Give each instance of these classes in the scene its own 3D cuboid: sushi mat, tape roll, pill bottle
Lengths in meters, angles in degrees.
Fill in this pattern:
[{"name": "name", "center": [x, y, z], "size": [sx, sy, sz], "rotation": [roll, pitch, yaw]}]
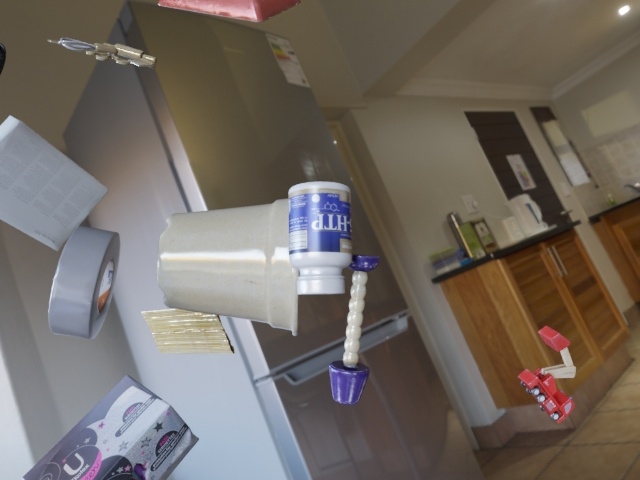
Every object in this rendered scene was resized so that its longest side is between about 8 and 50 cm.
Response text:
[{"name": "sushi mat", "center": [-0.384, 0.260, 1.338], "size": [0.316, 0.151, 0.019], "rotation": [-9, 15, 33]}, {"name": "tape roll", "center": [-0.467, 0.083, 0.937], "size": [0.072, 0.219, 0.219], "rotation": [12, -19, -13]}, {"name": "pill bottle", "center": [0.000, 0.000, 0.815], "size": [0.112, 0.187, 0.112], "rotation": [-1, -7, 0]}]

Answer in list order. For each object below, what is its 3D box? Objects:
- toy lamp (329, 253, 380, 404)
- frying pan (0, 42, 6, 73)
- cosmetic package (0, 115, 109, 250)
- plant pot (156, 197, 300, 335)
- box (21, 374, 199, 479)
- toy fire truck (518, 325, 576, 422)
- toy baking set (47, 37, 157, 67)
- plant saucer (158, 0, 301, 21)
[{"name": "toy lamp", "center": [0.061, 0.163, 0.870], "size": [0.080, 0.275, 0.080], "rotation": [4, 0, 0]}, {"name": "frying pan", "center": [-0.951, -0.415, 1.290], "size": [0.053, 0.197, 0.326], "rotation": [31, -48, -20]}, {"name": "cosmetic package", "center": [-0.949, -0.177, 1.553], "size": [0.284, 0.097, 0.377], "rotation": [-56, -34, -14]}, {"name": "plant pot", "center": [-0.199, 0.049, 1.090], "size": [0.305, 0.334, 0.334], "rotation": [2, -11, -2]}, {"name": "box", "center": [-0.390, 0.415, 0.890], "size": [0.163, 0.142, 0.247], "rotation": [14, 48, 37]}, {"name": "toy fire truck", "center": [0.523, 0.302, 1.047], "size": [0.135, 0.192, 0.047], "rotation": [-41, 15, 0]}, {"name": "toy baking set", "center": [-0.570, -0.507, 1.240], "size": [0.197, 0.256, 0.030], "rotation": [-49, -23, -66]}, {"name": "plant saucer", "center": [-0.207, -0.587, 1.109], "size": [0.258, 0.259, 0.048], "rotation": [-61, -19, -50]}]
